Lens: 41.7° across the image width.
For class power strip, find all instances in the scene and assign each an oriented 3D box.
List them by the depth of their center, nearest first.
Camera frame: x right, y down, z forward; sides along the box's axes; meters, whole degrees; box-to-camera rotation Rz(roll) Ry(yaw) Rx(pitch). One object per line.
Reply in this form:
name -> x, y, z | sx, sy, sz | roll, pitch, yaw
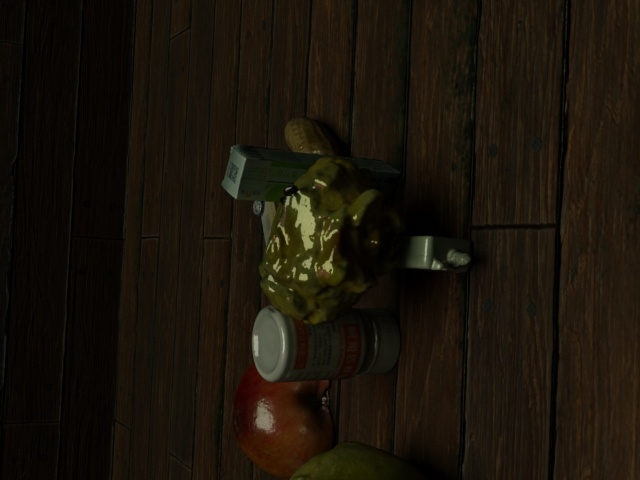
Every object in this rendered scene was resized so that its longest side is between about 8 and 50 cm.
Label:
power strip -> 0.147, 0.023, 1.477 | 0.338, 0.098, 0.058 | 1, 85, 60

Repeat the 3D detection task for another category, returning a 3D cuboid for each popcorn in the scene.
popcorn -> 0.013, 0.003, 1.407 | 0.252, 0.215, 0.286 | -149, 71, -64

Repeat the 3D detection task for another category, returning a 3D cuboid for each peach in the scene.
peach -> 0.073, 0.501, 1.372 | 0.315, 0.281, 0.314 | -83, -25, -60

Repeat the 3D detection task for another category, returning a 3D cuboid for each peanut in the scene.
peanut -> -0.019, -0.194, 1.797 | 0.108, 0.095, 0.226 | -63, 36, 29

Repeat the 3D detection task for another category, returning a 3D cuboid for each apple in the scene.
apple -> -0.098, 0.369, 1.810 | 0.251, 0.163, 0.293 | -43, 52, 52

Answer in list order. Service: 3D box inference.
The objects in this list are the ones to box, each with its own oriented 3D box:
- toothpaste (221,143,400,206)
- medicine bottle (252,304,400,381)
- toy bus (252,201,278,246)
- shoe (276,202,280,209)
toothpaste -> -0.009, -0.113, 1.525 | 0.067, 0.336, 0.081 | 43, 123, 49
medicine bottle -> 0.012, 0.186, 1.545 | 0.144, 0.252, 0.144 | -3, 86, 58
toy bus -> -0.067, -0.019, 1.861 | 0.138, 0.097, 0.342 | -41, 53, 49
shoe -> 0.000, 0.000, 1.717 | 0.114, 0.137, 0.291 | -27, 49, 9
